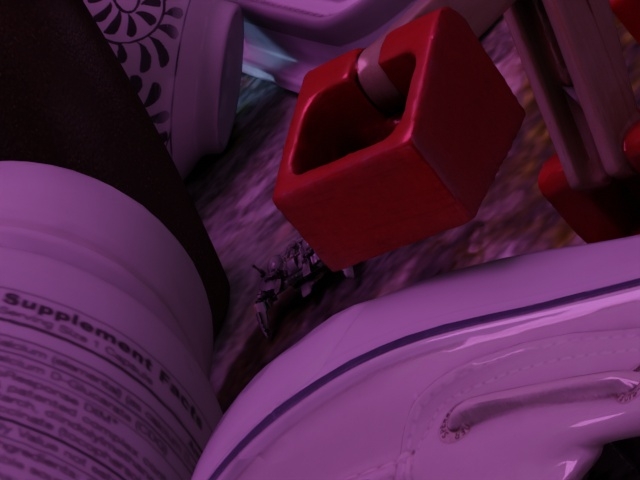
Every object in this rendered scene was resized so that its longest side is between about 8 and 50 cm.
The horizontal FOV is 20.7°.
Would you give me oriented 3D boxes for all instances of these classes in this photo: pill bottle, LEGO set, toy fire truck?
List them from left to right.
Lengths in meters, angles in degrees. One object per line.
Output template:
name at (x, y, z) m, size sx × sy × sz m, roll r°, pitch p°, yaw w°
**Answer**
pill bottle at (-0.108, 0.101, 0.502) m, size 0.160 × 0.160 × 0.283 m, roll -36°, pitch 23°, yaw 20°
LEGO set at (-0.001, -0.001, 0.679) m, size 0.054 × 0.023 × 0.083 m, roll -13°, pitch 37°, yaw 53°
toy fire truck at (0.074, -0.041, 0.468) m, size 0.047 × 0.135 × 0.192 m, roll -23°, pitch 30°, yaw 43°

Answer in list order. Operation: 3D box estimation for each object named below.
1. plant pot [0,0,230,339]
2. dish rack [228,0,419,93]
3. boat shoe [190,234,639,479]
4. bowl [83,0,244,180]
plant pot at (-0.152, -0.022, 0.705) m, size 0.215 × 0.230 × 0.215 m, roll -36°, pitch 23°, yaw 18°
dish rack at (0.077, -0.215, 0.872) m, size 0.333 × 0.072 × 0.285 m, roll -45°, pitch 21°, yaw -5°
boat shoe at (0.065, 0.060, 0.373) m, size 0.267 × 0.096 × 0.088 m, roll -18°, pitch 28°, yaw 33°
bowl at (-0.082, -0.084, 0.861) m, size 0.170 × 0.080 × 0.170 m, roll 7°, pitch -90°, yaw -86°
